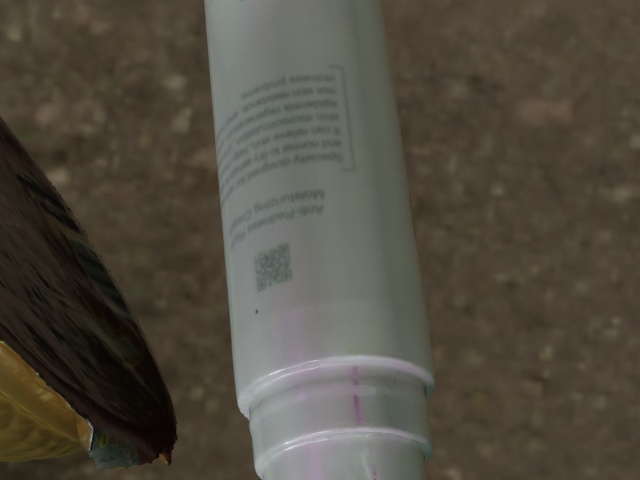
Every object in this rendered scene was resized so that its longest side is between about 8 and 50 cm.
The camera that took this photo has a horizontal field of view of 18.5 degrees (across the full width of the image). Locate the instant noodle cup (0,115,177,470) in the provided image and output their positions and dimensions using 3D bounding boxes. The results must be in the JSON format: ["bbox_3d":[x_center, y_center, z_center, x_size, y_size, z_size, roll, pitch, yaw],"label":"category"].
[{"bbox_3d":[-0.171,-0.001,0.775,0.090,0.274,0.274,-37,146,6],"label":"instant noodle cup"}]

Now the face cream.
[{"bbox_3d":[0.000,0.000,0.999,0.102,0.346,0.102,-5,155,-2],"label":"face cream"}]
